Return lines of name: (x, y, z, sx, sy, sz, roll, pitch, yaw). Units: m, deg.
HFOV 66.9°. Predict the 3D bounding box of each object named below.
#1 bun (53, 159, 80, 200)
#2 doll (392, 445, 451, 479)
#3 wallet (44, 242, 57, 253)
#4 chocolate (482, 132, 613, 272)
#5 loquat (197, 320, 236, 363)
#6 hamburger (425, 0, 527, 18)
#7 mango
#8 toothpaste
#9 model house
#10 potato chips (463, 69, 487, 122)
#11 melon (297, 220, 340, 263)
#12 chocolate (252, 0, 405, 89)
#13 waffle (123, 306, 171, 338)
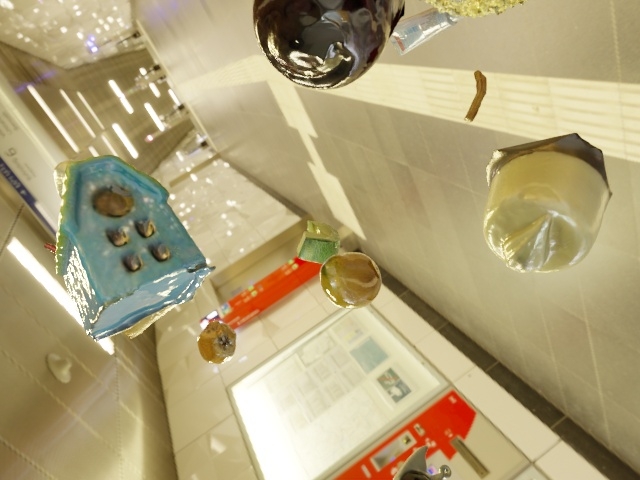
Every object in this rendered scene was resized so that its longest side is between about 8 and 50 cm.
bun: (-0.668, -0.141, 1.366, 0.183, 0.102, 0.184, 29, 132, 37)
doll: (0.197, 0.607, 1.087, 0.145, 0.316, 0.103, 32, 127, 38)
wallet: (-0.485, 0.061, 1.038, 0.196, 0.020, 0.103, 31, 163, -12)
chocolate: (0.596, -0.077, 1.312, 0.313, 0.297, 0.326, -6, 118, 39)
loquat: (-0.309, 0.308, 1.462, 0.112, 0.137, 0.137, 19, -165, -34)
hamburger: (0.257, -0.421, 0.737, 0.243, 0.261, 0.139, 4, 102, 39)
mango: (0.055, 0.079, 0.932, 0.089, 0.163, 0.112, -5, 92, 38)
toothpaste: (0.266, -0.542, 1.223, 0.234, 0.057, 0.089, -7, 131, 48)
model house: (-0.382, 0.006, 0.896, 0.303, 0.215, 0.237, 56, 142, 6)
potato chips: (0.372, -0.341, 1.157, 0.037, 0.204, 0.026, 28, 145, -7)
melon: (0.000, 0.000, 1.336, 0.117, 0.064, 0.209, 16, -160, -6)
chocolate: (0.020, -0.502, 1.079, 0.384, 0.383, 0.332, 66, -160, -47)
waffle: (-0.450, 0.093, 1.191, 0.221, 0.247, 0.055, 53, -159, 0)
